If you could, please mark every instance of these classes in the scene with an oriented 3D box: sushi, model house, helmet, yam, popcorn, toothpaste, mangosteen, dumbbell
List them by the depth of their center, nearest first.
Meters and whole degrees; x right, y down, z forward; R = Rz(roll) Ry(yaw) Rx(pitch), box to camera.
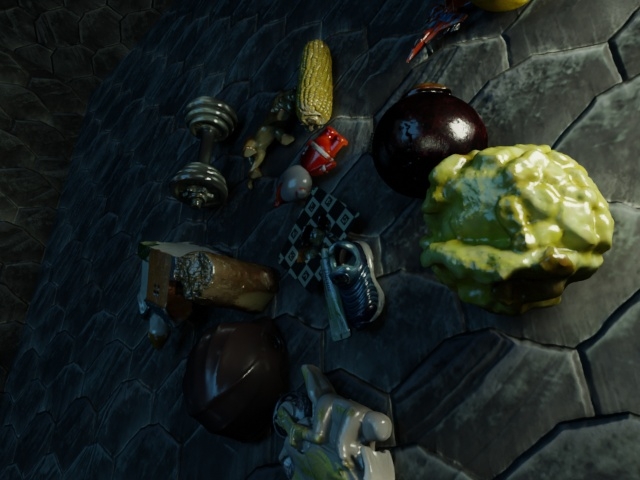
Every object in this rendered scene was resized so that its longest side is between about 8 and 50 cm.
[{"bbox_3d":[0.270,-0.012,0.805,0.293,0.293,0.237,-30,67,34],"label":"popcorn"},{"bbox_3d":[0.204,-0.199,1.032,0.211,0.211,0.250,-25,40,37],"label":"mangosteen"},{"bbox_3d":[0.027,0.110,1.146,0.048,0.029,0.197,-23,70,35],"label":"toothpaste"},{"bbox_3d":[-0.209,0.289,1.218,0.225,0.177,0.305,-42,44,27],"label":"helmet"},{"bbox_3d":[0.000,0.000,1.257,0.193,0.040,0.210,39,103,49],"label":"sushi"},{"bbox_3d":[-0.217,0.099,1.296,0.128,0.238,0.129,3,78,42],"label":"yam"},{"bbox_3d":[-0.401,0.157,1.540,0.271,0.190,0.301,13,94,47],"label":"model house"},{"bbox_3d":[-0.360,-0.276,1.710,0.179,0.179,0.406,-21,54,39],"label":"dumbbell"}]

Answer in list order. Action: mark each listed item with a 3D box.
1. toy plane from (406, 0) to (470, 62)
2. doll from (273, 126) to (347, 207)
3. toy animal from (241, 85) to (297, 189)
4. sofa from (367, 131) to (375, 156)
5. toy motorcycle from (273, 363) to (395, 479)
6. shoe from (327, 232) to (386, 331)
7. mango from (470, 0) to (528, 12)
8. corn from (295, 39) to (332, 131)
[{"bbox_3d":[0.261,-0.473,1.230,0.189,0.061,0.130,-56,40,15],"label":"toy plane"},{"bbox_3d":[-0.034,-0.175,1.374,0.245,0.076,0.142,-51,39,8],"label":"doll"},{"bbox_3d":[-0.147,-0.311,1.577,0.312,0.097,0.157,-47,29,22],"label":"toy animal"},{"bbox_3d":[0.162,-0.218,1.207,0.118,0.039,0.060,-8,64,46],"label":"sofa"},{"bbox_3d":[0.028,0.362,0.964,0.223,0.108,0.340,-53,41,11],"label":"toy motorcycle"},{"bbox_3d":[0.059,0.082,1.095,0.091,0.106,0.207,-35,51,32],"label":"shoe"},{"bbox_3d":[0.376,-0.625,1.111,0.253,0.182,0.365,-16,68,40],"label":"mango"},{"bbox_3d":[-0.013,-0.426,1.482,0.106,0.106,0.293,-23,50,38],"label":"corn"}]
